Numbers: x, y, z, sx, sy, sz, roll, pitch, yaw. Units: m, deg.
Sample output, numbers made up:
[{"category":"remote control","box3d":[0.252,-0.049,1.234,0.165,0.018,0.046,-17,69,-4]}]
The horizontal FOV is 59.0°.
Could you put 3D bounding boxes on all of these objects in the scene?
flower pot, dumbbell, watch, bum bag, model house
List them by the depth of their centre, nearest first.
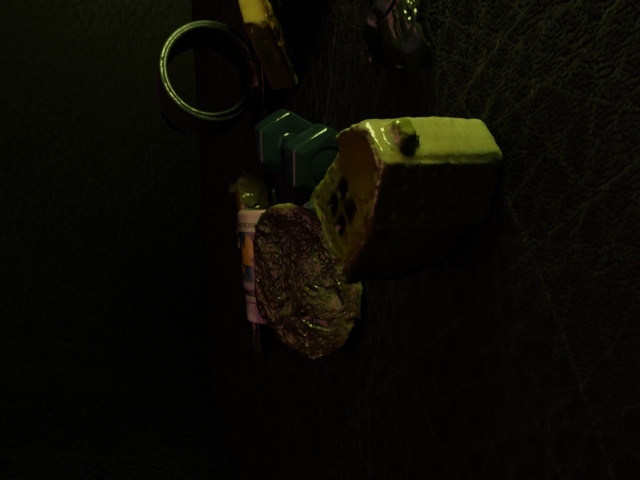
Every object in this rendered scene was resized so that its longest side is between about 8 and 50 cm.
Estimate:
[{"category":"model house","box3d":[0.118,-0.066,0.756,0.234,0.193,0.175,124,137,-57]},{"category":"bum bag","box3d":[0.099,-0.403,0.867,0.142,0.079,0.326,157,106,-66]},{"category":"dumbbell","box3d":[-0.040,-0.191,1.228,0.144,0.160,0.325,-62,27,9]},{"category":"watch","box3d":[-0.287,-0.423,1.577,0.314,0.326,0.335,165,98,-71]},{"category":"flower pot","box3d":[-0.154,0.230,1.734,0.103,0.108,0.229,-173,77,-69]}]

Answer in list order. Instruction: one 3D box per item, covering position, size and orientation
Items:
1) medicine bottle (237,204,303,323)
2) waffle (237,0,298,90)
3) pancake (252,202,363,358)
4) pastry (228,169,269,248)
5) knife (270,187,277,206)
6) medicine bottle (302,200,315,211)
[{"category":"medicine bottle","box3d":[-0.118,0.058,1.471,0.178,0.178,0.291,-166,72,-69]},{"category":"waffle","box3d":[-0.143,-0.565,1.317,0.304,0.077,0.348,53,-157,-75]},{"category":"pancake","box3d":[-0.040,0.094,1.264,0.356,0.065,0.356,14,110,43]},{"category":"pastry","box3d":[-0.218,-0.078,1.768,0.257,0.120,0.236,-112,17,-49]},{"category":"knife","box3d":[-0.130,-0.036,1.725,0.035,0.018,0.247,-167,69,-67]},{"category":"medicine bottle","box3d":[0.000,0.000,1.313,0.051,0.051,0.191,122,139,-60]}]
